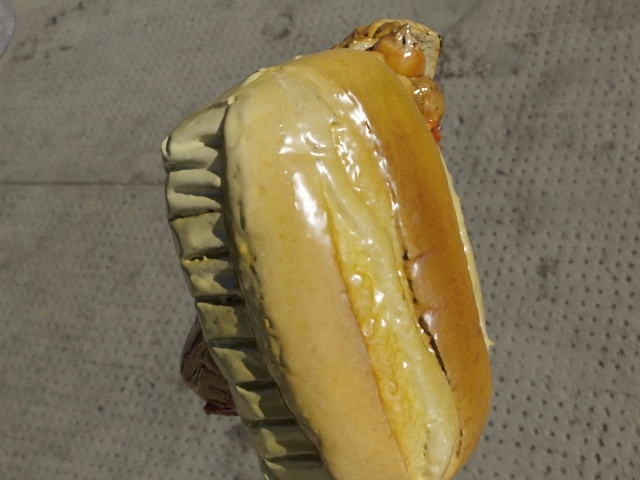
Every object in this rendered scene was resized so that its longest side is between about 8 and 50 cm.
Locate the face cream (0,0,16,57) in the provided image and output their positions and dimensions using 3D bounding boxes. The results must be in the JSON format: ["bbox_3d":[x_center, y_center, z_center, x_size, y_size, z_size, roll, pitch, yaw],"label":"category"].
[{"bbox_3d":[-0.215,-0.165,0.351,0.073,0.283,0.073,-5,62,10],"label":"face cream"}]

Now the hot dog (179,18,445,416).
[{"bbox_3d":[0.000,0.000,0.684,0.117,0.349,0.158,30,35,6],"label":"hot dog"}]

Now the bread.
[{"bbox_3d":[0.014,0.025,0.469,0.106,0.236,0.140,-5,17,46],"label":"bread"}]
